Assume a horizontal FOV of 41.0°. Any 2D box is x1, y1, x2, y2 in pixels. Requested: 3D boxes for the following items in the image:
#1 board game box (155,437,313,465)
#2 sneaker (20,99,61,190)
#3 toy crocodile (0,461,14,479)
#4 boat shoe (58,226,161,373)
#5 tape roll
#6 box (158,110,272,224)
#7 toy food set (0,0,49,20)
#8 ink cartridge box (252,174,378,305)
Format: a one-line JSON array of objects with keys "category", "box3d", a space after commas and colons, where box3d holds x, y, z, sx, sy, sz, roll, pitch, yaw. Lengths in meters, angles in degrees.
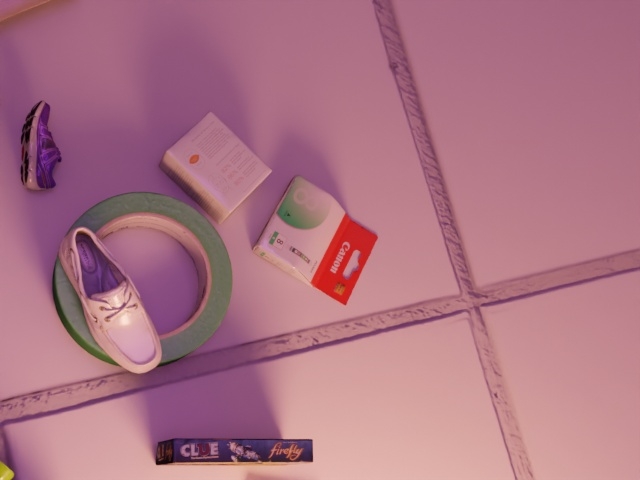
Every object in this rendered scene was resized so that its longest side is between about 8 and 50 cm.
[{"category": "board game box", "box3d": [-0.154, 0.373, 1.509, 0.243, 0.165, 0.042, 5, 73, -20]}, {"category": "sneaker", "box3d": [-0.517, -0.175, 1.597, 0.071, 0.068, 0.169, 6, 81, -35]}, {"category": "toy crocodile", "box3d": [-0.508, 0.444, 1.396, 0.340, 0.105, 0.115, 33, 60, -5]}, {"category": "boat shoe", "box3d": [-0.360, 0.101, 1.463, 0.098, 0.096, 0.277, -32, 88, -25]}, {"category": "tape roll", "box3d": [-0.325, 0.073, 1.580, 0.321, 0.077, 0.321, 6, 72, -19]}, {"category": "box", "box3d": [-0.207, -0.142, 1.679, 0.170, 0.091, 0.130, 45, 65, -4]}, {"category": "toy food set", "box3d": [-0.642, -0.516, 1.635, 0.306, 0.092, 0.219, -32, 99, -24]}, {"category": "ink cartridge box", "box3d": [0.000, 0.000, 1.739, 0.225, 0.056, 0.181, 31, 67, -8]}]
